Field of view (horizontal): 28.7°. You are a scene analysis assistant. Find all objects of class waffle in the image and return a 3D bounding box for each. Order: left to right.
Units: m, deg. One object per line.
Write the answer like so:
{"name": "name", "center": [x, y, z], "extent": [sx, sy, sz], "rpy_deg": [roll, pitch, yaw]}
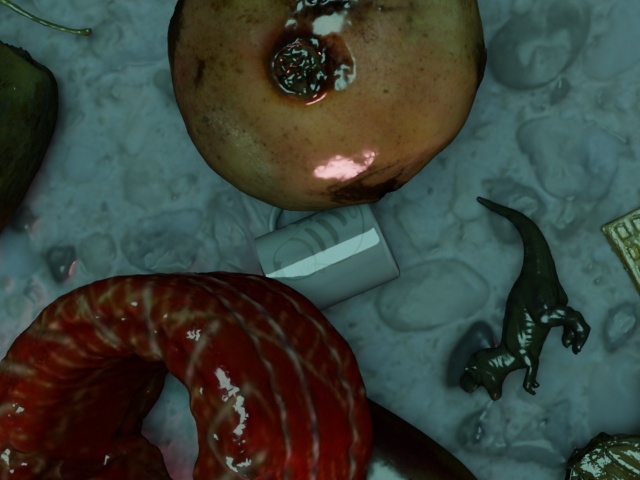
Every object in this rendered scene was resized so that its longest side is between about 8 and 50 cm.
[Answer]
{"name": "waffle", "center": [0.369, 0.023, 1.325], "extent": [0.092, 0.021, 0.135], "rpy_deg": [-28, 85, 3]}

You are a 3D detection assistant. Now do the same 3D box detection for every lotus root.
{"name": "lotus root", "center": [-0.391, -0.088, 1.338], "extent": [0.160, 0.152, 0.275], "rpy_deg": [31, 94, -3]}
{"name": "lotus root", "center": [0.326, 0.259, 1.300], "extent": [0.144, 0.070, 0.143], "rpy_deg": [41, 99, 1]}

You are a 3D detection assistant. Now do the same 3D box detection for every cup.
{"name": "cup", "center": [0.000, 0.002, 1.322], "extent": [0.133, 0.099, 0.136], "rpy_deg": [-23, 87, 6]}

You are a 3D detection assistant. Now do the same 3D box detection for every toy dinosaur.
{"name": "toy dinosaur", "center": [0.188, 0.069, 1.309], "extent": [0.179, 0.087, 0.187], "rpy_deg": [38, 91, 4]}

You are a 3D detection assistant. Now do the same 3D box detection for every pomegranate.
{"name": "pomegranate", "center": [0.006, -0.183, 1.241], "extent": [0.322, 0.322, 0.322], "rpy_deg": [0, 89, 6]}

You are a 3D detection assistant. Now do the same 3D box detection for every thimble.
{"name": "thimble", "center": [-0.136, 0.195, 1.217], "extent": [0.350, 0.230, 0.350], "rpy_deg": [2, 94, 33]}

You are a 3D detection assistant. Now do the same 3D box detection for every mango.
{"name": "mango", "center": [0.072, 0.257, 1.303], "extent": [0.267, 0.111, 0.133], "rpy_deg": [36, 84, 10]}

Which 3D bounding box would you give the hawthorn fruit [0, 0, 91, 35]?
{"name": "hawthorn fruit", "center": [-0.387, -0.293, 1.361], "extent": [0.285, 0.165, 0.165], "rpy_deg": [43, 93, -12]}
